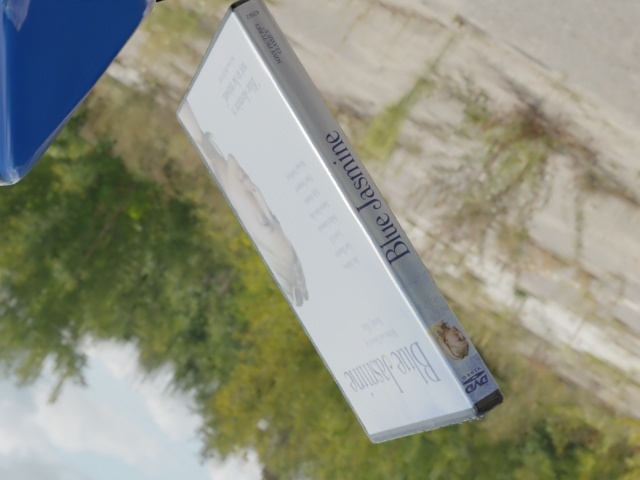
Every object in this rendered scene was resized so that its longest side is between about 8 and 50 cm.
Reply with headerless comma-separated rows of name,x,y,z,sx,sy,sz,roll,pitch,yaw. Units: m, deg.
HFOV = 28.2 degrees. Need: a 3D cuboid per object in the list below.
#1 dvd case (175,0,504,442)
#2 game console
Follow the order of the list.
dvd case,0.000,0.000,0.743,0.253,0.022,0.180,59,159,3
game console,-0.126,-0.220,0.529,0.250,0.173,0.293,47,146,25
